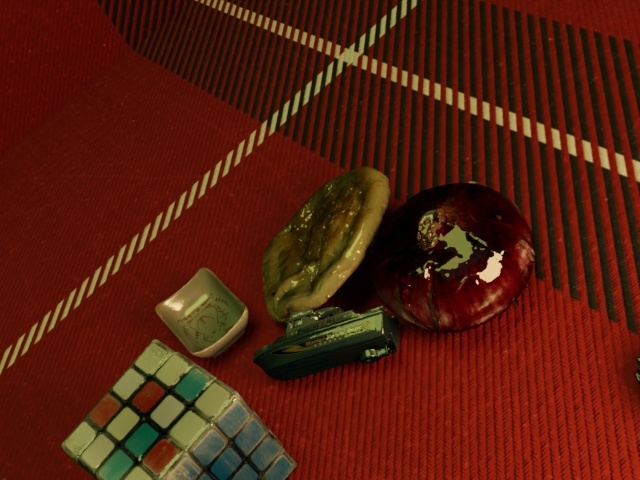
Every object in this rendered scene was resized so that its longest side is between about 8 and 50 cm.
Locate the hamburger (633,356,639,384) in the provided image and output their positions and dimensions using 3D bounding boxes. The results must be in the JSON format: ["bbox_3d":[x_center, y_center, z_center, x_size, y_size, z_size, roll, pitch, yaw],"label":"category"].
[{"bbox_3d":[0.593,0.203,1.277,0.206,0.130,0.183,-45,38,15],"label":"hamburger"}]

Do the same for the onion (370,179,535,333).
[{"bbox_3d":[0.233,0.016,1.571,0.314,0.232,0.314,-19,42,18],"label":"onion"}]

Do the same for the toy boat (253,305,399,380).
[{"bbox_3d":[0.004,0.191,1.627,0.296,0.114,0.122,-17,65,17],"label":"toy boat"}]

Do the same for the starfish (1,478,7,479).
[{"bbox_3d":[-0.677,0.605,1.714,0.138,0.050,0.247,21,71,42],"label":"starfish"}]

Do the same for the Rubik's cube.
[{"bbox_3d":[-0.244,0.375,1.507,0.253,0.259,0.256,25,66,43],"label":"Rubik's cube"}]

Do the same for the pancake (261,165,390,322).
[{"bbox_3d":[0.001,-0.001,1.780,0.387,0.082,0.387,-42,24,24],"label":"pancake"}]

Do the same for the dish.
[{"bbox_3d":[-0.244,0.168,1.838,0.151,0.077,0.212,-40,42,-11],"label":"dish"}]
